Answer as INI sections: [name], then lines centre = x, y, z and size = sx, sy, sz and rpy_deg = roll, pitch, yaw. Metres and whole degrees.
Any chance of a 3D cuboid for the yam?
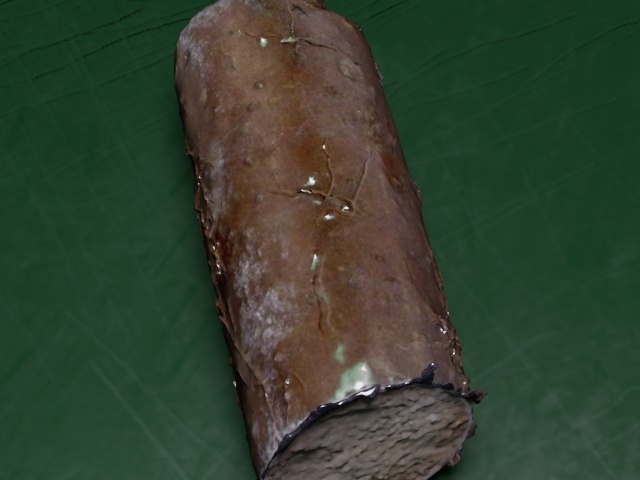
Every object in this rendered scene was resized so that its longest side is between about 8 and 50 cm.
[yam]
centre = 0.000, 0.001, 0.998
size = 0.131, 0.131, 0.280
rpy_deg = -11, 59, -4
